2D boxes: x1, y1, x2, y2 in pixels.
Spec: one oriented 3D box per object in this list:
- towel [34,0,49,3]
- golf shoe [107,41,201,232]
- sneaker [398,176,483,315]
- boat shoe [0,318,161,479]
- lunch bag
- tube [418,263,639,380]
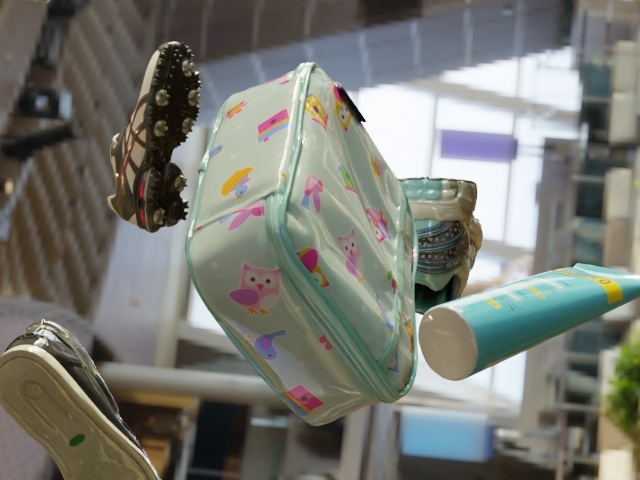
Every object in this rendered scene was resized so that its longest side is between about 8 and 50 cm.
[{"bbox_3d":[-0.233,-0.228,0.863,0.144,0.029,0.197,-12,-101,-53],"label":"towel"},{"bbox_3d":[-0.246,-0.150,2.115,0.105,0.120,0.272,-5,-72,-54],"label":"golf shoe"},{"bbox_3d":[0.105,0.022,1.532,0.283,0.110,0.122,57,-141,-75],"label":"sneaker"},{"bbox_3d":[-0.188,0.171,1.271,0.233,0.084,0.079,58,-165,-16],"label":"boat shoe"},{"bbox_3d":[0.000,0.000,1.229,0.224,0.108,0.279,52,-153,-29],"label":"lunch bag"},{"bbox_3d":[0.156,0.048,1.066,0.207,0.080,0.052,-16,-64,-43],"label":"tube"}]
